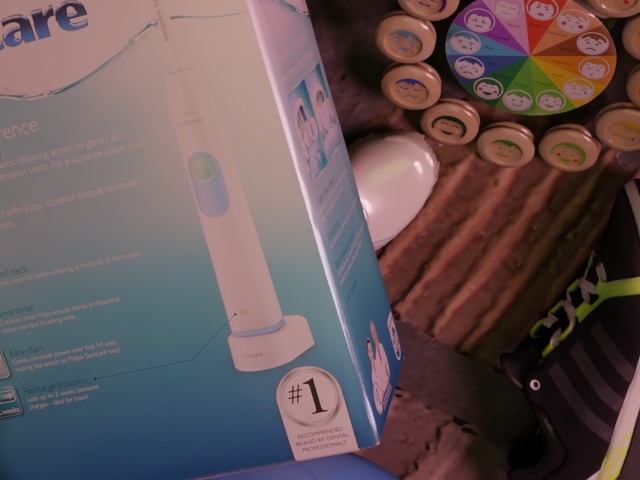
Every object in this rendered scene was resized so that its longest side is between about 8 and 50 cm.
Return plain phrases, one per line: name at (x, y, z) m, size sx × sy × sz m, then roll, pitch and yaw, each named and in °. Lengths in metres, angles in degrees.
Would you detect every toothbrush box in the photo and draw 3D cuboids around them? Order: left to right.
toothbrush box at (-0.099, -0.025, 0.733) m, size 0.216 × 0.126 × 0.296 m, roll -14°, pitch 106°, yaw 14°

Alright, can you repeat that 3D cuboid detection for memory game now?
memory game at (0.121, -0.102, 0.781) m, size 0.186 × 0.012 × 0.186 m, roll 10°, pitch 142°, yaw 8°

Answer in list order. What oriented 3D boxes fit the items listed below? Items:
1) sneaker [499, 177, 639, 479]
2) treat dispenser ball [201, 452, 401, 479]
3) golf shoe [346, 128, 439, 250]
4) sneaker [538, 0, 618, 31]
sneaker at (0.164, 0.074, 0.855) m, size 0.097 × 0.084 × 0.235 m, roll 6°, pitch 111°, yaw 3°
treat dispenser ball at (-0.034, 0.265, 0.831) m, size 0.288 × 0.288 × 0.288 m, roll 1°, pitch 110°, yaw 3°
golf shoe at (0.000, 0.000, 0.839) m, size 0.176 × 0.086 × 0.069 m, roll -36°, pitch 102°, yaw 14°
sneaker at (0.124, -0.173, 0.762) m, size 0.271 × 0.100 × 0.108 m, roll 10°, pitch 116°, yaw 0°
